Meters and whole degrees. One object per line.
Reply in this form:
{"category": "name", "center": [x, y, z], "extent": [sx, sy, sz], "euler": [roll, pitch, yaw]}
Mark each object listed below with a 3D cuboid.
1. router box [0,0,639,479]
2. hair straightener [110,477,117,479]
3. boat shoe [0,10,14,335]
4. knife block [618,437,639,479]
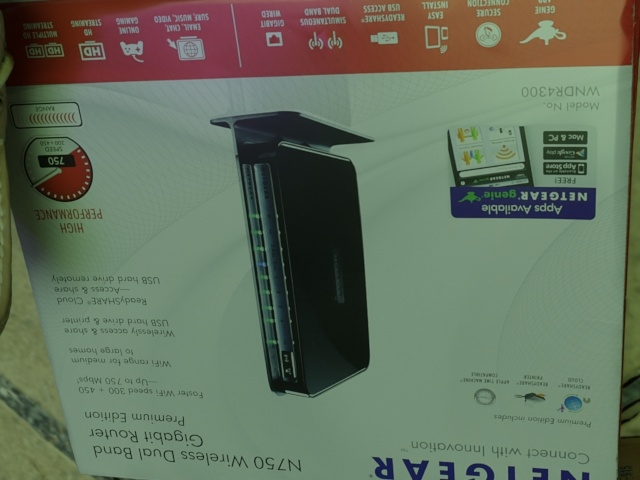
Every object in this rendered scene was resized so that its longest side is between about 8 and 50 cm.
{"category": "router box", "center": [0.000, 0.000, 0.531], "extent": [0.335, 0.082, 0.301], "euler": [0, 115, 15]}
{"category": "hair straightener", "center": [-0.074, 0.209, 0.669], "extent": [0.230, 0.047, 0.089], "euler": [27, 118, 1]}
{"category": "boat shoe", "center": [-0.199, -0.085, 0.434], "extent": [0.098, 0.109, 0.303], "euler": [-6, 98, 41]}
{"category": "knife block", "center": [0.186, 0.249, 0.597], "extent": [0.275, 0.088, 0.242], "euler": [-9, 111, 18]}
